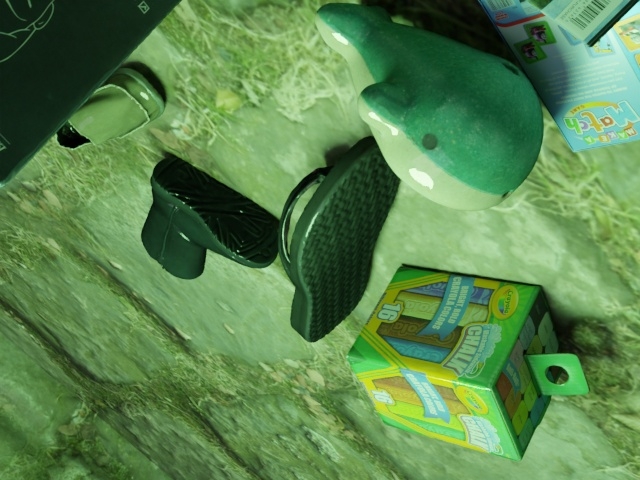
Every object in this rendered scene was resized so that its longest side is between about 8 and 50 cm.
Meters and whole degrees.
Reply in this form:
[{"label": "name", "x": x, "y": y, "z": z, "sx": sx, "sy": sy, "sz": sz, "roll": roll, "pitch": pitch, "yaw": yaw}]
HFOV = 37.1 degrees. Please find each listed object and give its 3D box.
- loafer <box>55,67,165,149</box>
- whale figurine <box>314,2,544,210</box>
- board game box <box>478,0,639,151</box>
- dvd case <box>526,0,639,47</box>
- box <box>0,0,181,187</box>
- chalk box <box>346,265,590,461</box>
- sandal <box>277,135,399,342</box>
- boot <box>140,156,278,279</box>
[{"label": "loafer", "x": -0.320, "y": -0.181, "z": 1.422, "sx": 0.094, "sy": 0.087, "sz": 0.251, "roll": 47, "pitch": 147, "yaw": -20}, {"label": "whale figurine", "x": 0.116, "y": -0.161, "z": 0.970, "sx": 0.272, "sy": 0.216, "sz": 0.141, "roll": 53, "pitch": 124, "yaw": 16}, {"label": "board game box", "x": 0.266, "y": -0.184, "z": 0.911, "sx": 0.160, "sy": 0.039, "sz": 0.211, "roll": -7, "pitch": 129, "yaw": 48}, {"label": "dvd case", "x": 0.186, "y": -0.291, "z": 0.768, "sx": 0.253, "sy": 0.022, "sz": 0.180, "roll": 33, "pitch": 130, "yaw": -12}, {"label": "box", "x": -0.365, "y": -0.277, "z": 1.032, "sx": 0.212, "sy": 0.395, "sz": 0.293, "roll": -7, "pitch": 130, "yaw": 48}, {"label": "chalk box", "x": 0.219, "y": 0.172, "z": 1.316, "sx": 0.289, "sy": 0.179, "sz": 0.180, "roll": 8, "pitch": 141, "yaw": 37}, {"label": "sandal", "x": -0.002, "y": 0.002, "z": 1.319, "sx": 0.107, "sy": 0.167, "sz": 0.446, "roll": 44, "pitch": 153, "yaw": 19}, {"label": "boot", "x": -0.182, "y": 0.000, "z": 1.535, "sx": 0.246, "sy": 0.094, "sz": 0.207, "roll": 36, "pitch": 146, "yaw": 10}]
